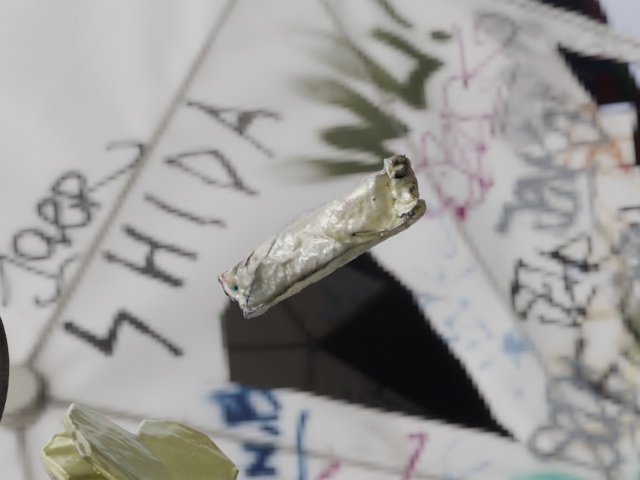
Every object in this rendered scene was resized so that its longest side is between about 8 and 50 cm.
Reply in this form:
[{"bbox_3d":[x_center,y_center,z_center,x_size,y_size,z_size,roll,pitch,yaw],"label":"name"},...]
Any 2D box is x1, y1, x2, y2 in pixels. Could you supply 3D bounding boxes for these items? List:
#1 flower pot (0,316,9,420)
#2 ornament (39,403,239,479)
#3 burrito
[{"bbox_3d":[-0.389,0.110,1.409,0.235,0.148,0.235,-10,-76,-42],"label":"flower pot"},{"bbox_3d":[-0.147,0.227,1.607,0.201,0.180,0.059,13,-68,-47],"label":"ornament"},{"bbox_3d":[0.001,0.001,1.251,0.051,0.171,0.042,65,-168,24],"label":"burrito"}]
